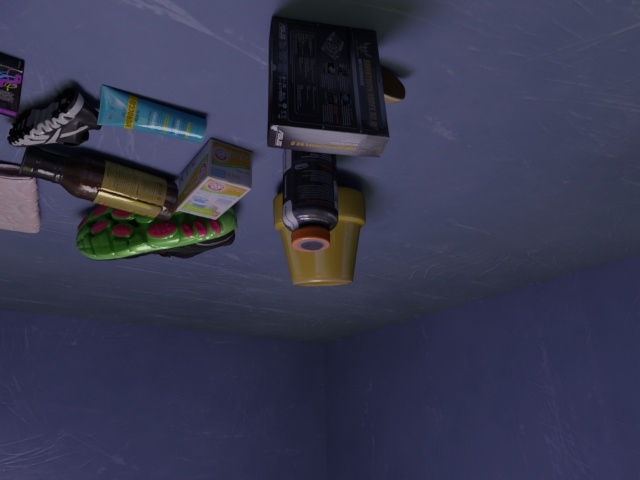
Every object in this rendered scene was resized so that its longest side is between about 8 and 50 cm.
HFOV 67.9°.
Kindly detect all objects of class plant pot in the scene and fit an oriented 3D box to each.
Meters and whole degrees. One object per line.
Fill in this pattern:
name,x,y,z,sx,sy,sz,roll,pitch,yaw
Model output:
plant pot,0.000,0.000,1.289,0.253,0.239,0.254,-2,171,0

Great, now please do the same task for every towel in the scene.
towel,-0.913,-0.124,1.241,0.316,0.054,0.332,10,154,-24

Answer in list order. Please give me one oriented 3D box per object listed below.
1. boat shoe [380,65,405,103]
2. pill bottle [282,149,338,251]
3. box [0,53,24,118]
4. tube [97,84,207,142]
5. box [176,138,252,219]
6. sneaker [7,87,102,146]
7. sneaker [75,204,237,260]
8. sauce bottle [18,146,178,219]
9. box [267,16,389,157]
boat shoe,0.076,-0.294,0.889,0.169,0.063,0.059,17,155,-17
pill bottle,-0.024,-0.100,1.098,0.130,0.246,0.130,-1,157,0
box,-0.621,-0.295,0.880,0.115,0.029,0.162,13,155,-32
tube,-0.341,-0.250,0.974,0.206,0.052,0.080,10,112,-24
box,-0.261,-0.144,1.163,0.114,0.103,0.203,14,153,-34
sneaker,-0.542,-0.228,0.981,0.234,0.078,0.106,-15,151,25
sneaker,-0.473,-0.007,1.377,0.481,0.186,0.202,-3,153,6
sauce bottle,-0.523,-0.142,1.149,0.344,0.112,0.111,18,150,-36
box,0.007,-0.249,0.766,0.182,0.231,0.056,3,154,-12
